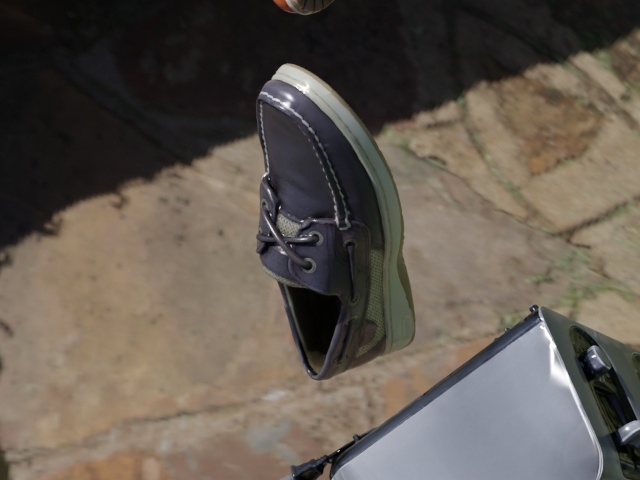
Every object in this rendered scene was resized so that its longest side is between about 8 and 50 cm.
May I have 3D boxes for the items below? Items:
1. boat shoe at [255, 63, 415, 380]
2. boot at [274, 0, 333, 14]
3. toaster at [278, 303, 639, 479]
[{"bbox_3d":[0.000,0.000,1.218,0.092,0.285,0.103,-39,51,-20],"label":"boat shoe"},{"bbox_3d":[-0.027,-0.202,1.136,0.084,0.059,0.158,-22,43,28],"label":"boot"},{"bbox_3d":[0.109,0.136,0.917,0.185,0.168,0.110,-38,56,20],"label":"toaster"}]
